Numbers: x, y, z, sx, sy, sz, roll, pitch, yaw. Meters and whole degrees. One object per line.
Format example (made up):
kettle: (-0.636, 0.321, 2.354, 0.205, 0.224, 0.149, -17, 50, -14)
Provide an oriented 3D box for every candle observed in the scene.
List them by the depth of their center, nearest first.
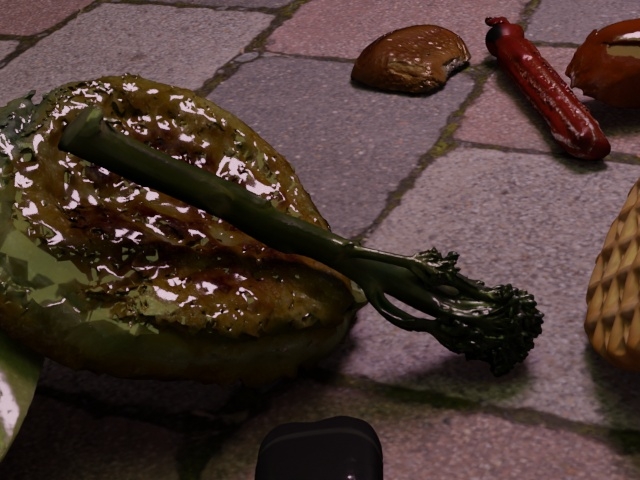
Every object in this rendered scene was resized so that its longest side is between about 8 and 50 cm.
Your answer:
candle: (0.239, -0.173, 1.287, 0.051, 0.048, 0.329, -4, 32, -9)

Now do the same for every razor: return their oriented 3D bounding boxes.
razor: (-0.001, 0.179, 0.781, 0.090, 0.054, 0.148, -9, 31, 6)

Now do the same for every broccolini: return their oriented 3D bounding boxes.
broccolini: (0.001, -0.005, 0.857, 0.392, 0.074, 0.079, 25, 27, -21)

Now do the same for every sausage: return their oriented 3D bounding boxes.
sausage: (0.426, -0.197, 1.233, 0.330, 0.102, 0.102, -5, 32, -1)

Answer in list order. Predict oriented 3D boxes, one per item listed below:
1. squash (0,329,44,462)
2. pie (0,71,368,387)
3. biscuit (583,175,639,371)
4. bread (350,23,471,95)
squash: (-0.273, 0.128, 0.871, 0.189, 0.189, 0.260, -21, 57, -19)
pie: (-0.115, -0.005, 0.926, 0.354, 0.103, 0.288, -5, 49, -40)
biscuit: (0.268, -0.014, 0.901, 0.040, 0.205, 0.309, 30, 46, -2)
bread: (0.110, -0.222, 1.401, 0.126, 0.044, 0.129, 18, 37, 33)
